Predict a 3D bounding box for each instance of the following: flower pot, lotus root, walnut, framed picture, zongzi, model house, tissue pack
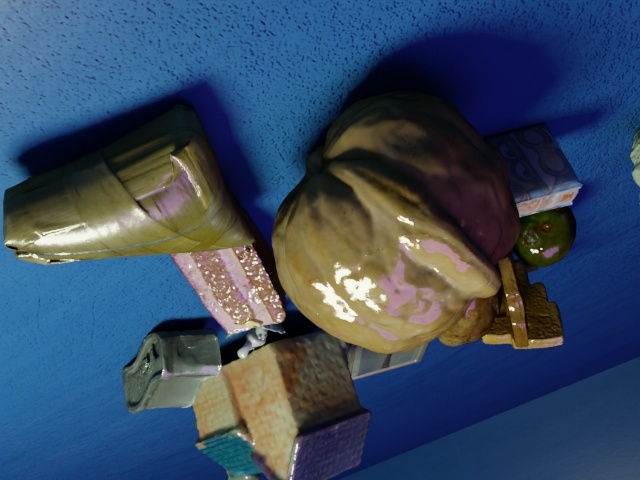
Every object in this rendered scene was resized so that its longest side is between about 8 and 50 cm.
[{"bbox_3d":[-0.270,0.234,1.245,0.108,0.103,0.229,2,148,-33],"label":"flower pot"},{"bbox_3d":[0.222,0.094,1.207,0.193,0.193,0.291,-18,154,-1],"label":"lotus root"},{"bbox_3d":[0.088,-0.015,0.819,0.296,0.285,0.285,-54,148,1],"label":"walnut"},{"bbox_3d":[0.165,0.271,1.688,0.213,0.016,0.289,-14,153,-8],"label":"framed picture"},{"bbox_3d":[-0.203,-0.017,0.792,0.228,0.115,0.256,-24,152,-1],"label":"zongzi"},{"bbox_3d":[-0.077,0.358,1.343,0.312,0.280,0.245,-31,163,39],"label":"model house"},{"bbox_3d":[0.260,-0.087,0.956,0.155,0.116,0.065,-13,150,-9],"label":"tissue pack"}]

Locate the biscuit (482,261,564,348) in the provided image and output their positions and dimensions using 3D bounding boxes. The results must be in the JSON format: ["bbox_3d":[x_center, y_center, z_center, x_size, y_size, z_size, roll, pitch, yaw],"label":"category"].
[{"bbox_3d":[0.370,0.138,1.342,0.212,0.238,0.041,-34,134,-20],"label":"biscuit"}]

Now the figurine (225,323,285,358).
[{"bbox_3d":[-0.118,0.162,1.228,0.086,0.082,0.094,-46,172,3],"label":"figurine"}]

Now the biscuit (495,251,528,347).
[{"bbox_3d":[0.332,0.068,1.218,0.034,0.182,0.215,-13,111,11],"label":"biscuit"}]

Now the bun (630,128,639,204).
[{"bbox_3d":[0.551,-0.131,1.048,0.203,0.127,0.212,-15,161,-8],"label":"bun"}]

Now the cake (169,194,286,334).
[{"bbox_3d":[-0.130,0.033,0.957,0.115,0.113,0.295,-23,142,5],"label":"cake"}]

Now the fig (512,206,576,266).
[{"bbox_3d":[0.379,-0.007,1.217,0.117,0.117,0.177,-19,173,0],"label":"fig"}]

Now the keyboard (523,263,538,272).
[{"bbox_3d":[0.390,0.072,1.460,0.155,0.010,0.053,-17,154,-4],"label":"keyboard"}]
